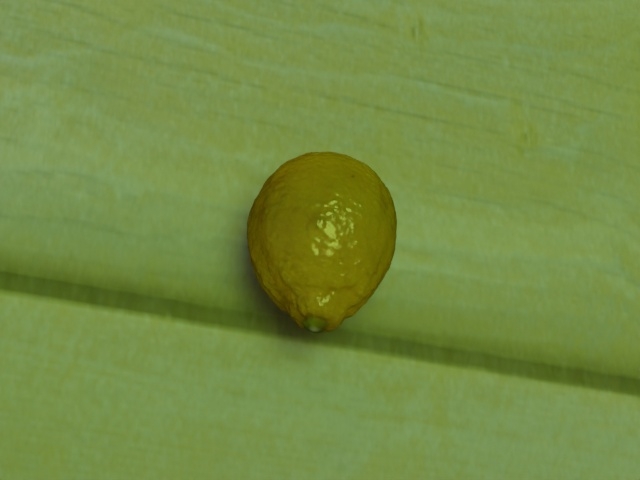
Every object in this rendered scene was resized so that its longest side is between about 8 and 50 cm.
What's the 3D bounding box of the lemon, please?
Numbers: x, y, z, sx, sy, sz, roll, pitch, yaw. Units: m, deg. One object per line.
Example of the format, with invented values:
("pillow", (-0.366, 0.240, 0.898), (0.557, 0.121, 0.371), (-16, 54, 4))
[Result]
("lemon", (0.000, 0.000, 1.784), (0.142, 0.142, 0.187), (15, 58, -17))
